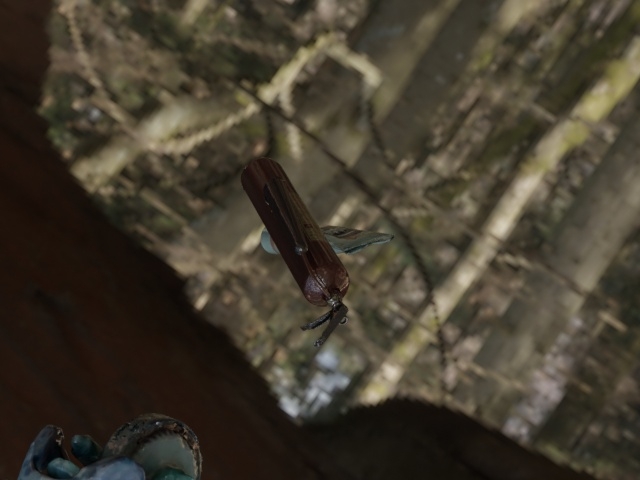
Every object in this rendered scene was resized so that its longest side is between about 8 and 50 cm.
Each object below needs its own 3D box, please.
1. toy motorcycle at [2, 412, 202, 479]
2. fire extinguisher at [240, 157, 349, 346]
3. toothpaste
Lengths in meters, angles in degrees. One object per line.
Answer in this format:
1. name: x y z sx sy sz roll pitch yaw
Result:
1. toy motorcycle: -0.156 0.266 1.213 0.154 0.260 0.206 11 -154 43
2. fire extinguisher: -0.014 -0.005 0.959 0.035 0.049 0.173 -6 -147 -18
3. toothpaste: 0.000 0.000 1.622 0.205 0.056 0.036 3 111 62
